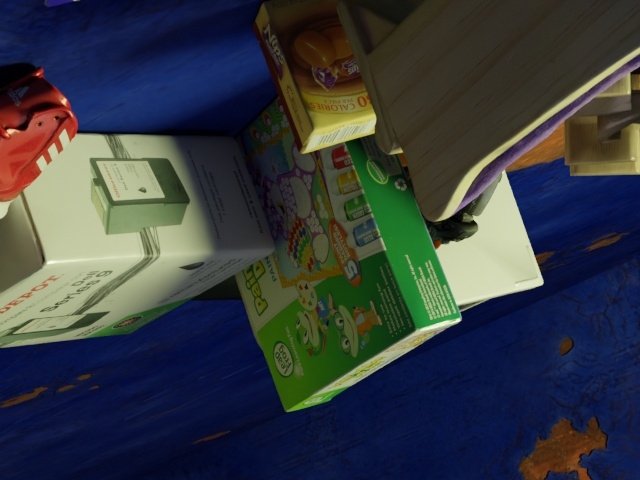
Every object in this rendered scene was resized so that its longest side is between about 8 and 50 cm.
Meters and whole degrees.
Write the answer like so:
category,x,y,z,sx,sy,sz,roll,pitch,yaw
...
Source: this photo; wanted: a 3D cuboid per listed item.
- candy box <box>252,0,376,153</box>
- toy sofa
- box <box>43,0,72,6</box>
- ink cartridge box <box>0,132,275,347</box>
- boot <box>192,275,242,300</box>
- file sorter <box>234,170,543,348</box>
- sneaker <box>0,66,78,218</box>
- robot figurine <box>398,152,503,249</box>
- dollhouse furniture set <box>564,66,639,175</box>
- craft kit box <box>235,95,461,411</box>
category,x,y,z,sx,sy,sz,roll,pitch,yaw
candy box,0.055,-0.144,1.194,0.186,0.109,0.053,-17,167,-17
toy sofa,0.168,-0.157,0.983,0.150,0.177,0.362,-14,166,-29
box,-0.077,-0.190,0.716,0.137,0.126,0.072,-17,169,-19
ink cartridge box,-0.217,0.003,1.363,0.211,0.121,0.289,-29,165,34
boot,-0.040,0.081,1.815,0.246,0.207,0.094,-22,168,10
file sorter,0.057,0.001,1.667,0.277,0.193,0.173,-10,167,-42
sneaker,-0.253,-0.082,1.086,0.128,0.087,0.221,-40,165,17
robot figurine,0.101,-0.080,1.412,0.085,0.211,0.291,17,156,-11
dollhouse furniture set,0.384,-0.215,1.348,0.394,0.256,0.362,-1,172,13
craft kit box,0.000,0.000,1.413,0.061,0.250,0.246,-13,165,-30
